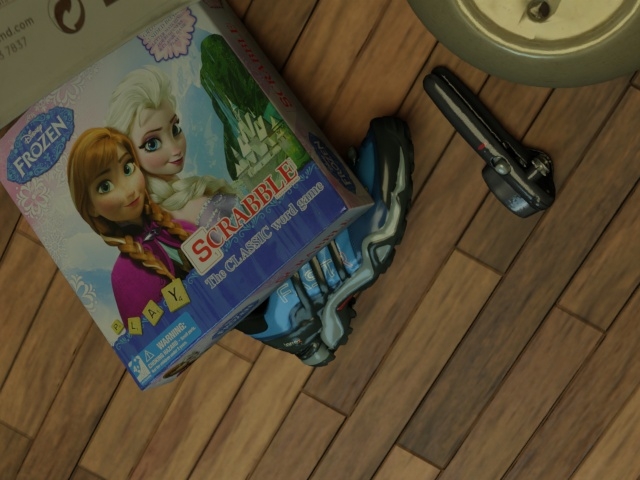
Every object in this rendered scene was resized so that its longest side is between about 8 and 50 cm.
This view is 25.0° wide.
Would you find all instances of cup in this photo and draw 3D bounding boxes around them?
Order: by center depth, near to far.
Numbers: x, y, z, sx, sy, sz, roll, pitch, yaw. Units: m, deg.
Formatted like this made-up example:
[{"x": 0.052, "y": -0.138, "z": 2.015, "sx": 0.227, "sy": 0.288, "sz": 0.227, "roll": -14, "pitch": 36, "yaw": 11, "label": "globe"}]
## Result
[{"x": 0.194, "y": -0.261, "z": 1.192, "sx": 0.331, "sy": 0.237, "sz": 0.331, "roll": 5, "pitch": 114, "yaw": 11, "label": "cup"}]

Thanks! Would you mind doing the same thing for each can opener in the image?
[{"x": 0.170, "y": -0.100, "z": 1.462, "sx": 0.073, "sy": 0.059, "sz": 0.186, "roll": -37, "pitch": 101, "yaw": 25, "label": "can opener"}]

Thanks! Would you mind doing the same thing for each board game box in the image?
[{"x": -0.156, "y": -0.064, "z": 1.490, "sx": 0.319, "sy": 0.066, "sz": 0.318, "roll": -42, "pitch": 77, "yaw": 24, "label": "board game box"}]

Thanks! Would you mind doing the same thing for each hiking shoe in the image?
[{"x": 0.000, "y": 0.000, "z": 1.500, "sx": 0.132, "sy": 0.113, "sz": 0.304, "roll": 17, "pitch": 116, "yaw": -15, "label": "hiking shoe"}]

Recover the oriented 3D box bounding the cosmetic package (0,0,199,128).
[{"x": -0.383, "y": -0.260, "z": 1.305, "sx": 0.394, "sy": 0.329, "sz": 0.327, "roll": -11, "pitch": 113, "yaw": 45, "label": "cosmetic package"}]
